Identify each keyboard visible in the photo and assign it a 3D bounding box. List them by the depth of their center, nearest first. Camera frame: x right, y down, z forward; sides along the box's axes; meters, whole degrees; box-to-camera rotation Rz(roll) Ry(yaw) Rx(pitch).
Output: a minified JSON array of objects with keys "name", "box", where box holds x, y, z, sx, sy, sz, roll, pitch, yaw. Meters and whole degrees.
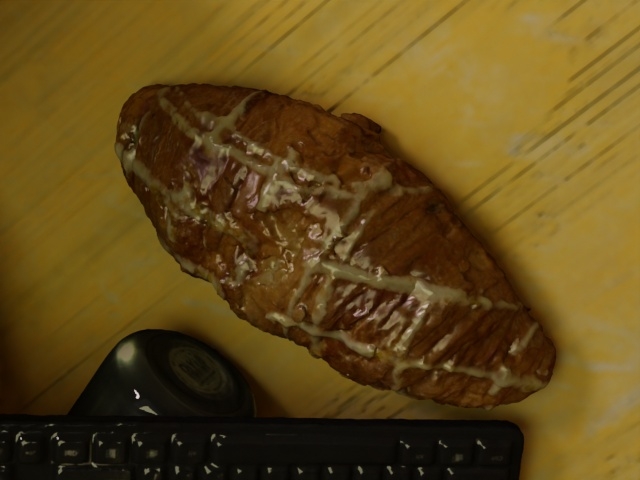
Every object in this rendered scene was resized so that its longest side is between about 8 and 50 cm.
[{"name":"keyboard","box":[-0.067,0.123,0.827,0.310,0.018,0.101,2,113,-6]}]

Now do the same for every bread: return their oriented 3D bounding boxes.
[{"name":"bread","box":[0.000,0.000,0.818,0.233,0.076,0.105,33,114,10]}]

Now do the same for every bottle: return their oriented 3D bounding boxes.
[{"name":"bottle","box":[-0.123,0.158,0.896,0.079,0.096,0.253,25,116,-26]}]
